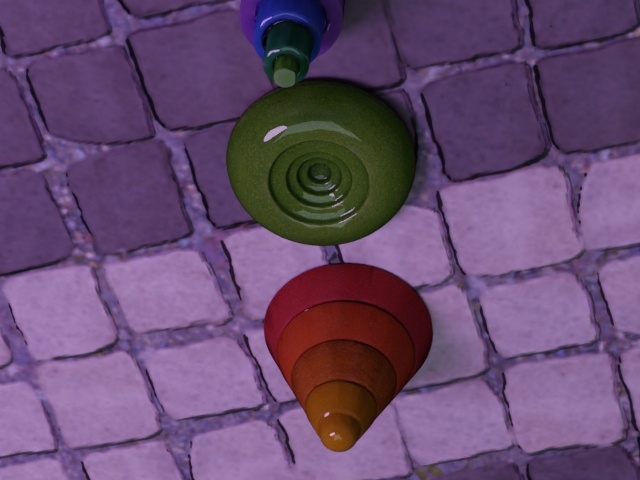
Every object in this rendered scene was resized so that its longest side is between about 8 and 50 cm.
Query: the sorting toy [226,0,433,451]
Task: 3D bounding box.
[{"bbox_3d":[0.000,0.000,1.298,0.127,0.126,0.365,-4,126,7],"label":"sorting toy"}]
